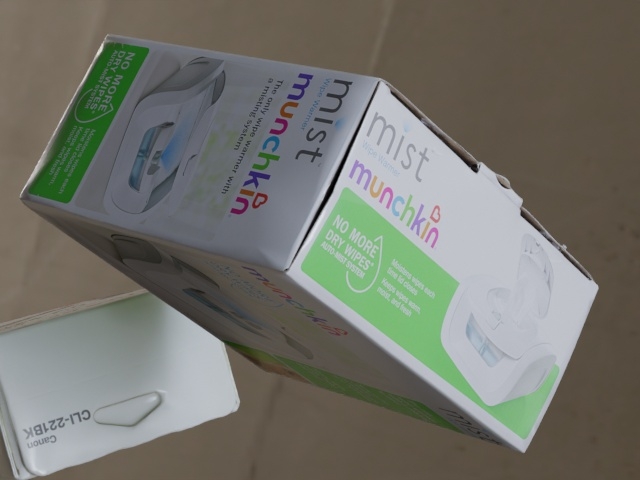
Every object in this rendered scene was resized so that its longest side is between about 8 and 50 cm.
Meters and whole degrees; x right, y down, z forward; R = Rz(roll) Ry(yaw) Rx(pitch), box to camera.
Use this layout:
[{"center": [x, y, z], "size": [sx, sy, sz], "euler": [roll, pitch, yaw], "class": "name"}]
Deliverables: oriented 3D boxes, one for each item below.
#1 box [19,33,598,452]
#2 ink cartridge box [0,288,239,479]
[{"center": [0.000, 0.000, 1.083], "size": [0.231, 0.262, 0.127], "euler": [15, -107, 42], "class": "box"}, {"center": [-0.219, 0.116, 1.467], "size": [0.273, 0.197, 0.114], "euler": [-11, -86, 59], "class": "ink cartridge box"}]
